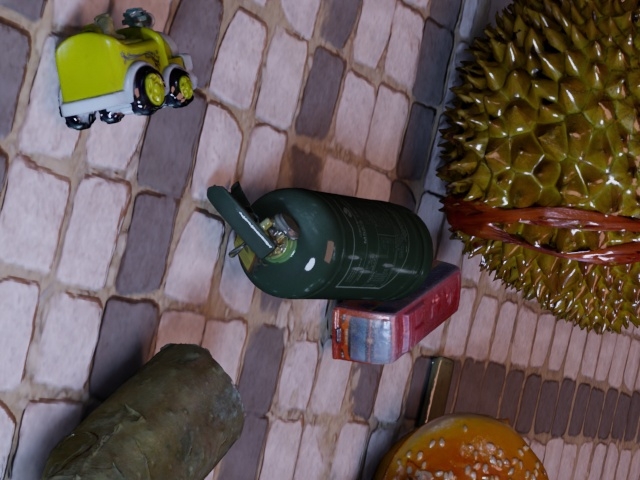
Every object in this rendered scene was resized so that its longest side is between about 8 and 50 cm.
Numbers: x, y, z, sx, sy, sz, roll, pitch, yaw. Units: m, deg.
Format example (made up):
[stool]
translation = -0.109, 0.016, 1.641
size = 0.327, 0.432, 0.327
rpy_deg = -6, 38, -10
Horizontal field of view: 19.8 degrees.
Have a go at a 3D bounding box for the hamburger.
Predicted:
[hamburger]
translation = 0.148, 0.289, 1.933
size = 0.237, 0.147, 0.237
rpy_deg = -2, 94, -38

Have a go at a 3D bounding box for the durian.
[durian]
translation = 0.283, -0.091, 1.933
size = 0.347, 0.347, 0.384
rpy_deg = -15, 82, -64

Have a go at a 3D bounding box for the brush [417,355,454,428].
[brush]
translation = 0.119, 0.270, 2.037
size = 0.054, 0.048, 0.282
rpy_deg = 21, 80, -66

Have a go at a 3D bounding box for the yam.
[yam]
translation = -0.150, 0.178, 1.333
size = 0.259, 0.106, 0.106
rpy_deg = -44, 139, -51

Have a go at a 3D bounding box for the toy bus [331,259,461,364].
[toy bus]
translation = 0.076, 0.067, 1.810
size = 0.192, 0.077, 0.065
rpy_deg = -32, 126, -60

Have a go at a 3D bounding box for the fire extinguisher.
[fire extinguisher]
translation = 0.000, 0.000, 1.602
size = 0.114, 0.095, 0.311
rpy_deg = 59, 19, 13

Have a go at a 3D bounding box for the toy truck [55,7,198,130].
[toy truck]
translation = -0.136, -0.123, 1.279
size = 0.111, 0.076, 0.077
rpy_deg = -23, 102, -62
